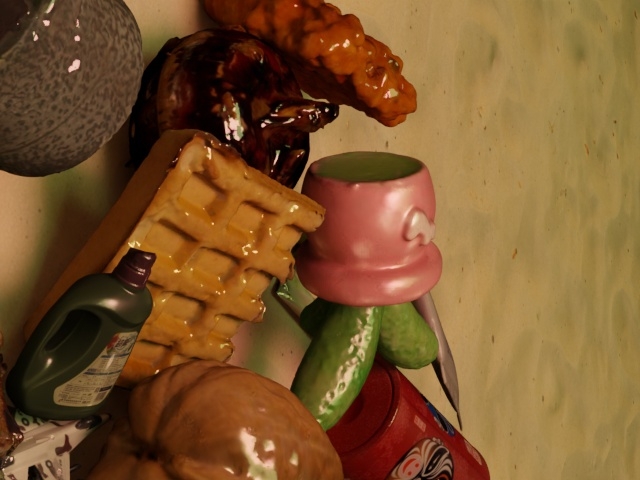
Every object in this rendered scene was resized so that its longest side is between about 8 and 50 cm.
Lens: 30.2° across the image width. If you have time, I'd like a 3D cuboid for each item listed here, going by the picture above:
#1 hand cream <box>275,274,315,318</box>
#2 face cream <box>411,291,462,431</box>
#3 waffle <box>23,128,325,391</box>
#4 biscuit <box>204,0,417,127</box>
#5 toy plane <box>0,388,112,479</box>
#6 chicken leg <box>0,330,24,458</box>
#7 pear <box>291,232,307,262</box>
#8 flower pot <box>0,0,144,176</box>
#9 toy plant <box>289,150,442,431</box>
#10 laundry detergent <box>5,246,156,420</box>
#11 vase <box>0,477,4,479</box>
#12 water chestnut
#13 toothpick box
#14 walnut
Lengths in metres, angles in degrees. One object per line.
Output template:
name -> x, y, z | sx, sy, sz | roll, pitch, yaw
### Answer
hand cream -> -0.023, 0.104, 1.913 | 0.143, 0.039, 0.061 | 50, 47, -33
face cream -> 0.161, 0.095, 1.998 | 0.235, 0.137, 0.420 | 68, 6, -60
waffle -> -0.175, 0.040, 1.488 | 0.348, 0.077, 0.304 | -53, 140, 7
biscuit -> -0.007, -0.293, 1.801 | 0.312, 0.318, 0.110 | 33, 86, -49
toy plane -> -0.321, 0.239, 1.391 | 0.160, 0.082, 0.234 | 57, 11, 9
chicken leg -> -0.380, 0.145, 1.282 | 0.196, 0.080, 0.125 | 58, 16, 4
pear -> 0.000, 0.000, 1.904 | 0.131, 0.107, 0.107 | -5, 88, -49
flower pot -> -0.368, -0.233, 1.255 | 0.283, 0.299, 0.299 | 44, 47, -60
toy plant -> 0.050, 0.062, 1.672 | 0.317, 0.210, 0.356 | -25, 128, -47
laundry detergent -> -0.261, 0.100, 1.349 | 0.144, 0.078, 0.222 | 10, 117, -52
vase -> -0.367, 0.331, 1.179 | 0.291, 0.245, 0.245 | 45, 48, -33
water chestnut -> -0.112, -0.156, 1.610 | 0.300, 0.300, 0.300 | 17, 69, -55
toothpick box -> 0.118, 0.341, 1.925 | 0.333, 0.204, 0.204 | 48, 46, -42
walnut -> -0.124, 0.315, 1.486 | 0.344, 0.306, 0.306 | 42, 50, -44
